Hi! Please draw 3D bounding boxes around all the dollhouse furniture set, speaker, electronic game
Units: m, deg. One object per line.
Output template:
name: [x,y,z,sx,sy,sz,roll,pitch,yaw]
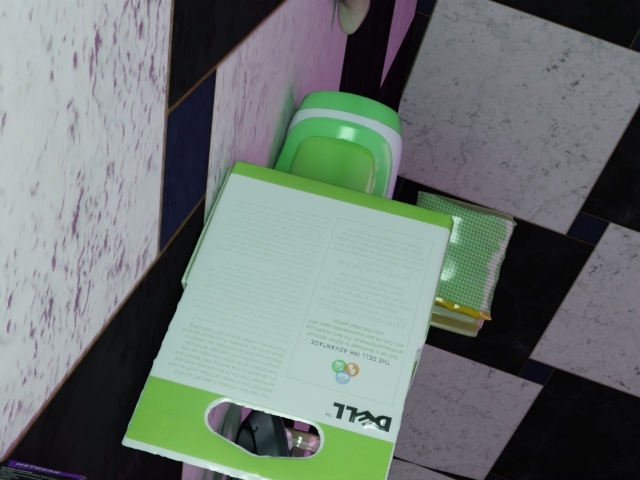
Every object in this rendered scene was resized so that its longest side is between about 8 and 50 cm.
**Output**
dollhouse furniture set: [0.132,0.026,1.369,0.151,0.302,0.197,-52,156,-81]
speaker: [0.000,0.000,0.963,0.131,0.131,0.296,65,39,-80]
electronic game: [-0.066,0.298,1.034,0.229,0.048,0.229,-176,-90,-75]

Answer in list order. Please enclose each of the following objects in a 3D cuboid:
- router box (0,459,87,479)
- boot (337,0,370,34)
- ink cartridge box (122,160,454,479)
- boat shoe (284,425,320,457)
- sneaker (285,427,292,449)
router box: [-0.154,0.189,0.364,0.133,0.046,0.178,19,84,-84]
boot: [0.032,-0.297,1.084,0.087,0.042,0.118,-51,153,-61]
ink cartridge box: [-0.018,0.080,0.706,0.097,0.189,0.255,96,11,-56]
boat shoe: [-0.033,0.389,1.588,0.285,0.103,0.092,75,33,-69]
sneaker: [-0.080,0.324,1.280,0.071,0.068,0.169,-51,148,-41]
